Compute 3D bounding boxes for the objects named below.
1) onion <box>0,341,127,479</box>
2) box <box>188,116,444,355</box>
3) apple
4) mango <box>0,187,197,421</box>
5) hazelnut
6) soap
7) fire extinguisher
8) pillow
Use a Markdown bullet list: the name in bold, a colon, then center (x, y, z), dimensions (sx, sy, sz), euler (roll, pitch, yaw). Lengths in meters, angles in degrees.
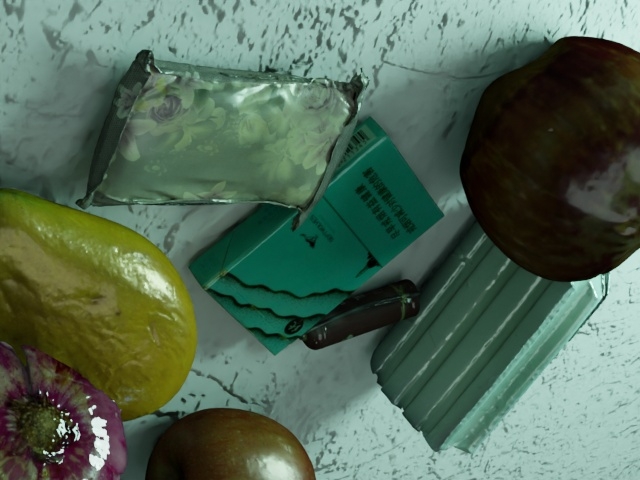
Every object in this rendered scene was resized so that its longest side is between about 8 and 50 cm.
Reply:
- **onion**: center (-0.267, 0.189, 1.182), dimensions (0.201, 0.200, 0.207), euler (-34, 129, -5)
- **box**: center (0.000, 0.000, 1.424), dimensions (0.226, 0.042, 0.161), euler (-40, 141, 2)
- **apple**: center (-0.095, 0.264, 1.504), dimensions (0.168, 0.181, 0.181), euler (14, 119, -40)
- **mango**: center (-0.211, 0.059, 1.258), dimensions (0.176, 0.119, 0.317), euler (-34, 137, 7)
- **hazelnut**: center (0.245, -0.078, 1.412), dimensions (0.218, 0.218, 0.234), euler (8, 124, -42)
- **soap**: center (0.182, 0.089, 1.572), dimensions (0.094, 0.150, 0.261), euler (15, 118, -52)
- **fire extinguisher**: center (0.030, 0.081, 1.526), dimensions (0.158, 0.043, 0.064), euler (-18, 172, -26)
- **pillow**: center (-0.081, -0.093, 1.257), dimensions (0.255, 0.059, 0.169), euler (2, 126, -38)
